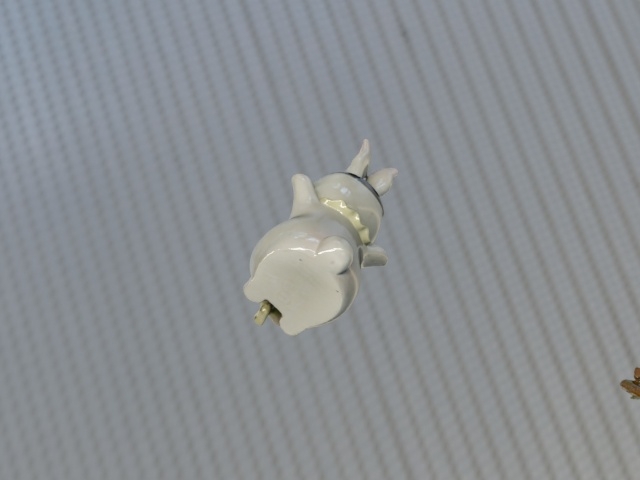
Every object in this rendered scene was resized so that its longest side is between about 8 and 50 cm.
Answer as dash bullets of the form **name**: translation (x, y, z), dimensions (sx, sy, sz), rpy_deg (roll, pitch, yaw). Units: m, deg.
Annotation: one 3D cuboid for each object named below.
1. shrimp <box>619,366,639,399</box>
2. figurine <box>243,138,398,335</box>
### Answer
- **shrimp**: translation (0.238, 0.101, 0.820), dimensions (0.267, 0.061, 0.145), rpy_deg (19, 114, 35)
- **figurine**: translation (-0.007, -0.006, 1.313), dimensions (0.098, 0.081, 0.146), rpy_deg (-18, 25, 23)
